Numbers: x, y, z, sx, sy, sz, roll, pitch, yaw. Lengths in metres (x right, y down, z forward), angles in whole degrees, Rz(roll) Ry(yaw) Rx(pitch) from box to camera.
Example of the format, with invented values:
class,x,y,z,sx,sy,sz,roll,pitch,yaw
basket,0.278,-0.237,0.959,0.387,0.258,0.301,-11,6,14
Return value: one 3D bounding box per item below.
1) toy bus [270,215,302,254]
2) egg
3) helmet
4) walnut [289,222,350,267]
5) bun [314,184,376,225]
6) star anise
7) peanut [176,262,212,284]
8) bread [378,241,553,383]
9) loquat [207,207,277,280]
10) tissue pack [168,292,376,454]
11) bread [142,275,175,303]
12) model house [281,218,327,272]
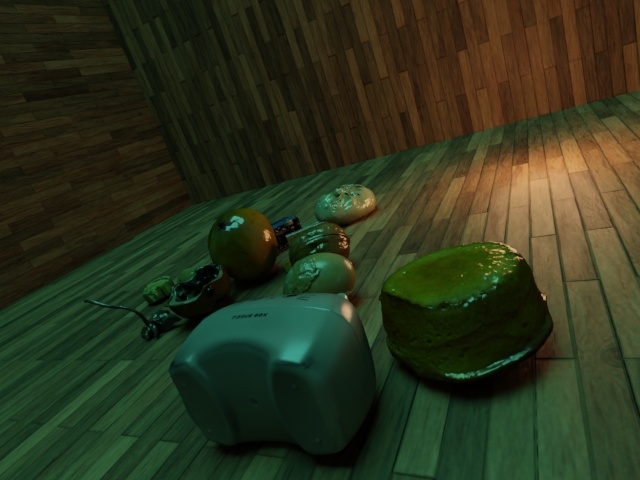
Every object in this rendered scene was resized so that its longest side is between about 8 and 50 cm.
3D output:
class,x,y,z,sx,sy,sz,roll,pitch,yaw
toy bus,-0.196,-0.009,1.749,0.233,0.116,0.133,-28,19,-29
egg,-0.004,0.112,1.102,0.201,0.164,0.164,-25,17,8
helmet,-0.379,0.178,1.362,0.198,0.130,0.224,-10,32,41
walnut,-0.002,0.034,1.338,0.207,0.167,0.167,-23,17,4
bun,0.103,-0.168,1.851,0.287,0.146,0.287,-16,17,5
star anise,-0.597,0.220,1.354,0.218,0.227,0.148,-28,23,9
peanut,-0.469,0.139,1.635,0.214,0.090,0.099,-12,31,19
bread,0.261,0.121,0.779,0.312,0.173,0.312,-20,17,6
loquat,-0.275,0.017,1.512,0.262,0.263,0.263,-18,18,6
tissue pack,-0.071,0.217,0.749,0.332,0.230,0.236,-9,21,28
bread,-0.649,0.202,1.686,0.117,0.064,0.156,-25,19,-2
model house,-0.055,0.013,1.493,0.219,0.136,0.207,-20,18,-3
